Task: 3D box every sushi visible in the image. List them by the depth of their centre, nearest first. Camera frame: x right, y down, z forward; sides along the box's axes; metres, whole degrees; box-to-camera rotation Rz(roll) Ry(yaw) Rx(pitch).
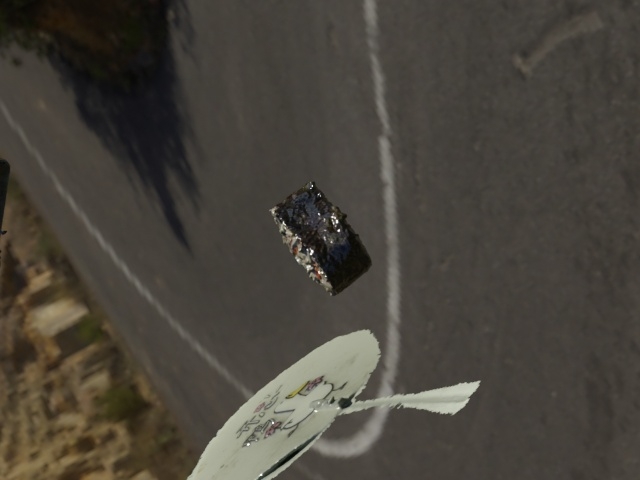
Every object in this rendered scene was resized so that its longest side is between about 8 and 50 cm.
[{"bbox_3d":[0.000,0.000,1.516,0.150,0.078,0.090,50,171,39],"label":"sushi"}]

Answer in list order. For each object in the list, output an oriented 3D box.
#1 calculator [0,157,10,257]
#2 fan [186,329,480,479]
[{"bbox_3d":[-0.484,-0.026,1.404,0.021,0.262,0.161,37,119,51],"label":"calculator"},{"bbox_3d":[0.007,0.143,1.076,0.012,0.233,0.415,49,149,-13],"label":"fan"}]
